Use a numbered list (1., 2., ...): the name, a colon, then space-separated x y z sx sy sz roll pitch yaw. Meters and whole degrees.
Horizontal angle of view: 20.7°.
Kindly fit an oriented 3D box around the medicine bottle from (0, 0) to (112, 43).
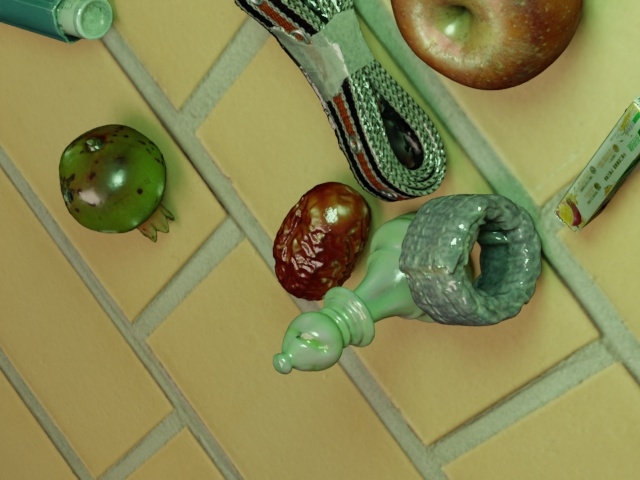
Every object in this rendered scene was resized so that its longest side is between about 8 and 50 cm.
1. medicine bottle: -0.396 -0.346 2.445 0.258 0.079 0.124 23 134 40

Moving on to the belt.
1. belt: 0.022 -0.201 1.988 0.359 0.126 0.094 60 149 -7

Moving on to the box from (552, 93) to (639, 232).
1. box: 0.302 -0.083 1.791 0.041 0.050 0.207 47 146 13

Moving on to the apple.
1. apple: 0.167 -0.252 1.731 0.201 0.162 0.201 23 137 24

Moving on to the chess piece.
1. chess piece: 0.047 0.081 2.061 0.139 0.272 0.139 31 138 33

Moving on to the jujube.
1. jujube: 0.000 0.000 2.202 0.112 0.109 0.176 43 141 12

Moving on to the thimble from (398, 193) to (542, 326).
1. thimble: 0.170 0.021 1.965 0.098 0.150 0.150 1 118 55

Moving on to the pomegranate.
1. pomegranate: -0.283 -0.075 2.484 0.159 0.159 0.205 19 157 43
